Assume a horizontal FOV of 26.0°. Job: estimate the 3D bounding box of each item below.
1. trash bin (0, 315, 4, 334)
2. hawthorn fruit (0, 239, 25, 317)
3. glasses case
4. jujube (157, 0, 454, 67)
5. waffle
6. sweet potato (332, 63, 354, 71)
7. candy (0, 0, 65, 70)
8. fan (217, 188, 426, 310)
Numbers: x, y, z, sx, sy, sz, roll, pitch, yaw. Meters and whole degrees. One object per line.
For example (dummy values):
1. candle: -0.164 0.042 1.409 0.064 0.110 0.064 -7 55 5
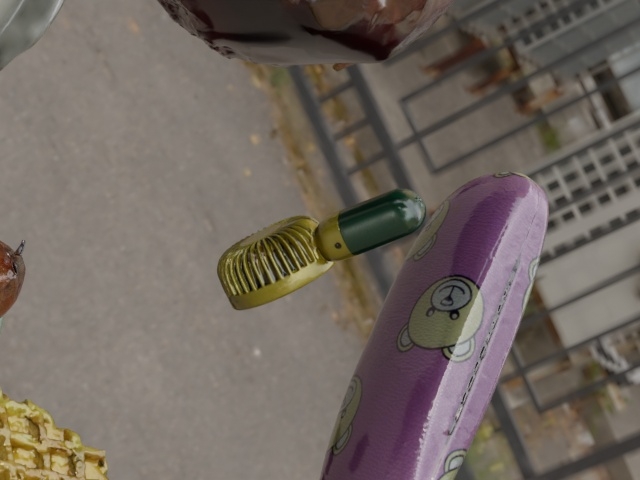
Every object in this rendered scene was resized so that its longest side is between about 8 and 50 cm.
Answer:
1. trash bin: -0.422 0.088 1.588 0.059 0.116 0.129 143 -42 -78
2. hawthorn fruit: -0.285 0.032 1.148 0.081 0.093 0.081 59 12 -21
3. glasses case: 0.089 0.084 1.069 0.076 0.123 0.316 36 65 -25
4. jujube: -0.022 -0.253 1.044 0.258 0.258 0.376 52 3 -28
5. waffle: -0.340 0.300 1.566 0.325 0.068 0.302 44 25 1
6. sweet potato: 0.041 -0.206 1.378 0.034 0.095 0.034 23 30 -14
7. candy: -0.201 -0.166 0.519 0.186 0.386 0.426 28 40 -35
8. fan: 0.000 0.000 0.944 0.039 0.155 0.082 65 21 -10
